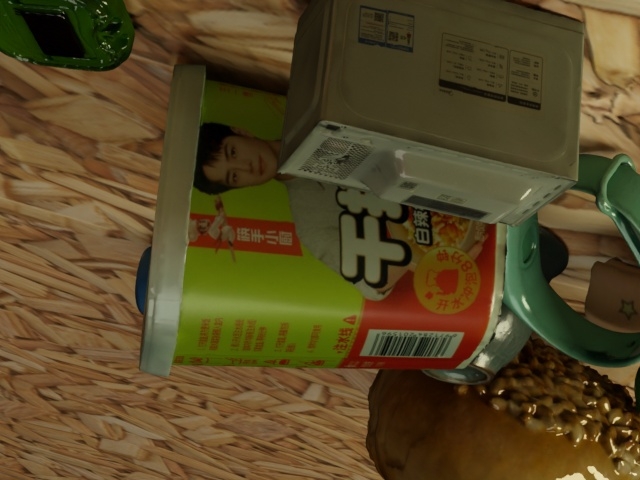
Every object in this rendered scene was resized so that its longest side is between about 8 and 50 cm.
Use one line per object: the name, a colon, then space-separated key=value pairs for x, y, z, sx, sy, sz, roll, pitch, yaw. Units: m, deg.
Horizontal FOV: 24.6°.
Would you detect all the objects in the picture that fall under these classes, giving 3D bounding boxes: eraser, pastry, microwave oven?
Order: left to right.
microwave oven: x=0.085 y=-0.108 z=1.144 sx=0.208 sy=0.162 sz=0.122 roll=13 pitch=159 yaw=-15
pastry: x=0.247 y=0.247 z=1.763 sx=0.409 sy=0.245 sz=0.409 roll=29 pitch=-176 yaw=-2
eraser: x=0.423 y=0.101 z=1.460 sx=0.290 sy=0.087 sz=0.171 roll=20 pitch=180 yaw=36

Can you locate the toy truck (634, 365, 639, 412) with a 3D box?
toy truck: x=0.461 y=0.140 z=1.615 sx=0.242 sy=0.125 sz=0.101 roll=-11 pitch=148 yaw=42

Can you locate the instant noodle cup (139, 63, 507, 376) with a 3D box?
instant noodle cup: x=0.000 y=0.000 z=1.348 sx=0.307 sy=0.294 sz=0.294 roll=7 pitch=159 yaw=-7

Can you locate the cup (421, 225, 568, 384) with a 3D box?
cup: x=0.155 y=0.071 z=1.562 sx=0.199 sy=0.150 sz=0.199 roll=10 pitch=159 yaw=4

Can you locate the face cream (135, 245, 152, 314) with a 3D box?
face cream: x=-0.085 y=0.067 z=1.760 sx=0.264 sy=0.083 sz=0.149 roll=9 pitch=159 yaw=6

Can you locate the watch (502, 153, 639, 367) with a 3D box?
watch: x=0.250 y=0.017 z=1.388 sx=0.195 sy=0.068 sz=0.237 roll=18 pitch=136 yaw=30

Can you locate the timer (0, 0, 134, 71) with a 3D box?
timer: x=-0.227 y=-0.190 z=1.243 sx=0.128 sy=0.047 sz=0.140 roll=7 pitch=158 yaw=8
